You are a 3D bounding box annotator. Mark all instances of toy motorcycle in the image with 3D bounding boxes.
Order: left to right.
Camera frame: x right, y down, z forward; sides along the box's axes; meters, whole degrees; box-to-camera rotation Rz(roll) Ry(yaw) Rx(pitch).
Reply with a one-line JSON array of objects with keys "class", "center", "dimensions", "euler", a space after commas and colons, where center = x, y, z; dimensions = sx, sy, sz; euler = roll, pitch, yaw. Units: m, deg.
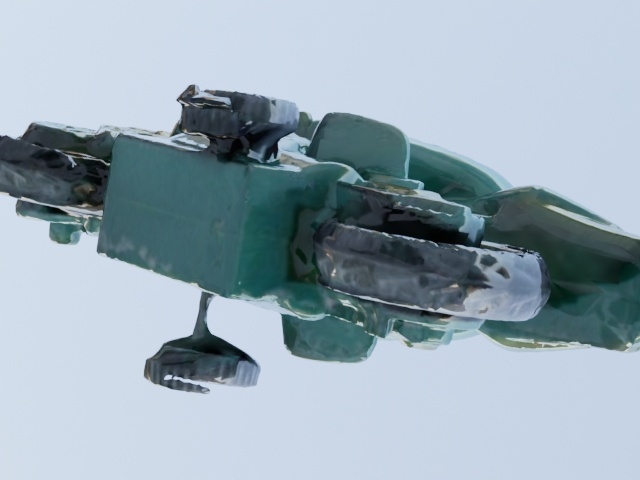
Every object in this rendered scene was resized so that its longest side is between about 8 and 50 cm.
[{"class": "toy motorcycle", "center": [0.001, 0.000, 0.761], "dimensions": [0.296, 0.198, 0.109], "euler": [16, -82, 52]}]
